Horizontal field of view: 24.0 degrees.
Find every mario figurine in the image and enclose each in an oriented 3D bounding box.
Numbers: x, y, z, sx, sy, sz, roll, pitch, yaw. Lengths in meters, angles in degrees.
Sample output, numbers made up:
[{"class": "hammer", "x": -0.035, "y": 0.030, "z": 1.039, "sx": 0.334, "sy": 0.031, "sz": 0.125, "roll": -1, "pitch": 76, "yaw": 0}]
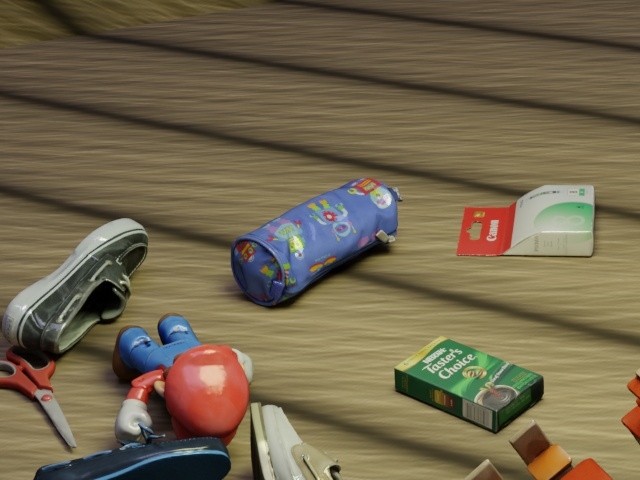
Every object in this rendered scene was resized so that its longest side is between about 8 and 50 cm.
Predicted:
[{"class": "mario figurine", "x": -0.190, "y": 0.217, "z": 2.095, "sx": 0.198, "sy": 0.170, "sz": 0.320, "roll": -49, "pitch": 25, "yaw": -4}]

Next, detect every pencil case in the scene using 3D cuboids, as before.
[{"class": "pencil case", "x": 0.000, "y": 0.000, "z": 2.438, "sx": 0.306, "sy": 0.119, "sz": 0.133, "roll": -27, "pitch": 56, "yaw": -37}]

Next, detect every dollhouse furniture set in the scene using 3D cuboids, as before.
[{"class": "dollhouse furniture set", "x": 0.313, "y": 0.282, "z": 1.718, "sx": 0.259, "sy": 0.135, "sz": 0.262, "roll": -40, "pitch": 33, "yaw": -3}]

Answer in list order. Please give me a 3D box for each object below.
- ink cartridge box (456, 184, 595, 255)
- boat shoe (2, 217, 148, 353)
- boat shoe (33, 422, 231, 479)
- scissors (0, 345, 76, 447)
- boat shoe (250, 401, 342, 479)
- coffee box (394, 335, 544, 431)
[{"class": "ink cartridge box", "x": 0.347, "y": -0.036, "z": 2.523, "sx": 0.224, "sy": 0.056, "sz": 0.181, "roll": 2, "pitch": 28, "yaw": 10}, {"class": "boat shoe", "x": -0.355, "y": 0.085, "z": 2.362, "sx": 0.119, "sy": 0.121, "sz": 0.335, "roll": 25, "pitch": 41, "yaw": 18}, {"class": "boat shoe", "x": -0.247, "y": 0.286, "z": 1.933, "sx": 0.258, "sy": 0.109, "sz": 0.089, "roll": -8, "pitch": 39, "yaw": -12}, {"class": "scissors", "x": -0.394, "y": 0.219, "z": 2.182, "sx": 0.109, "sy": 0.021, "sz": 0.297, "roll": -23, "pitch": 31, "yaw": -34}, {"class": "boat shoe", "x": -0.022, "y": 0.313, "z": 1.861, "sx": 0.103, "sy": 0.113, "sz": 0.302, "roll": -9, "pitch": 38, "yaw": -10}, {"class": "coffee box", "x": 0.206, "y": 0.198, "z": 2.105, "sx": 0.184, "sy": 0.040, "sz": 0.113, "roll": 21, "pitch": 37, "yaw": 40}]
